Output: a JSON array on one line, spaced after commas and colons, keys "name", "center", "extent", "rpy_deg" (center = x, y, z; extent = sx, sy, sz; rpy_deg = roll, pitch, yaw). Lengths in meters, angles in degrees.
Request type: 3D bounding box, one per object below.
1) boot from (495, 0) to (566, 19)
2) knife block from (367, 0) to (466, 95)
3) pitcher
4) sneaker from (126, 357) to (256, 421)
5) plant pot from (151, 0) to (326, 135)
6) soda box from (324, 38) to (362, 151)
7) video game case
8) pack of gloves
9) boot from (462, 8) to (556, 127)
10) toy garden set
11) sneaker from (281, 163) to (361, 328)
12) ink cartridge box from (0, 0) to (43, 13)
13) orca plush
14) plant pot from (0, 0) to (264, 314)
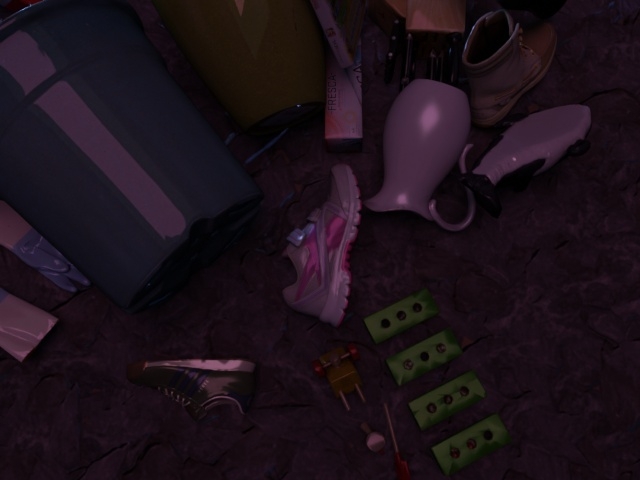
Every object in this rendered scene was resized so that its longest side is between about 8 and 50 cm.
[{"name": "boot", "center": [0.284, -0.427, 0.943], "extent": [0.237, 0.085, 0.178], "rpy_deg": [-17, 55, -45]}, {"name": "knife block", "center": [0.204, -0.360, 1.012], "extent": [0.276, 0.088, 0.242], "rpy_deg": [-39, 78, -8]}, {"name": "pitcher", "center": [0.175, -0.126, 0.935], "extent": [0.178, 0.125, 0.207], "rpy_deg": [16, 96, -11]}, {"name": "sneaker", "center": [-0.190, 0.220, 0.890], "extent": [0.192, 0.064, 0.086], "rpy_deg": [-1, 70, -1]}, {"name": "plant pot", "center": [-0.105, -0.324, 0.946], "extent": [0.275, 0.275, 0.293], "rpy_deg": [-20, 88, -3]}, {"name": "soda box", "center": [0.038, -0.239, 1.003], "extent": [0.063, 0.058, 0.183], "rpy_deg": [-1, 76, 3]}, {"name": "video game case", "center": [0.015, -0.408, 0.936], "extent": [0.026, 0.206, 0.226], "rpy_deg": [-12, 40, 22]}, {"name": "pack of gloves", "center": [-0.487, 0.053, 0.972], "extent": [0.232, 0.046, 0.195], "rpy_deg": [33, 68, 7]}, {"name": "boot", "center": [0.297, -0.300, 0.948], "extent": [0.077, 0.165, 0.213], "rpy_deg": [34, 80, 31]}, {"name": "toy garden set", "center": [0.122, 0.223, 0.887], "extent": [0.204, 0.049, 0.244], "rpy_deg": [-26, 77, -6]}, {"name": "sneaker", "center": [0.000, 0.000, 0.920], "extent": [0.111, 0.103, 0.252], "rpy_deg": [8, 75, 3]}, {"name": "ink cartridge box", "center": [-0.554, -0.493, 1.050], "extent": [0.078, 0.231, 0.134], "rpy_deg": [4, 71, 47]}, {"name": "orca plush", "center": [0.319, -0.107, 0.927], "extent": [0.151, 0.102, 0.287], "rpy_deg": [16, 44, 31]}, {"name": "plant pot", "center": [-0.279, -0.099, 0.861], "extent": [0.341, 0.341, 0.334], "rpy_deg": [-43, 86, -8]}]
